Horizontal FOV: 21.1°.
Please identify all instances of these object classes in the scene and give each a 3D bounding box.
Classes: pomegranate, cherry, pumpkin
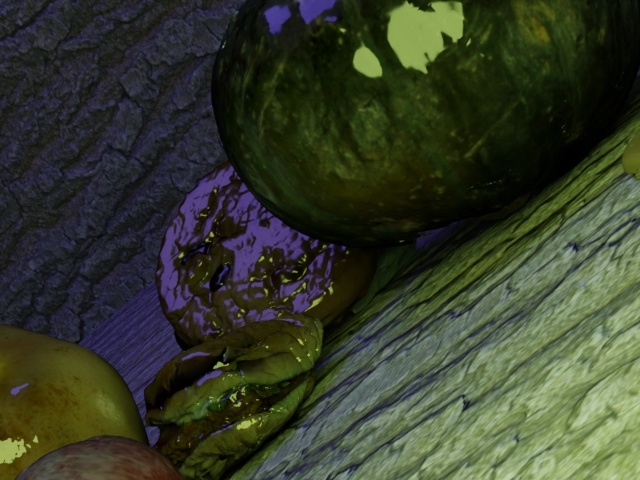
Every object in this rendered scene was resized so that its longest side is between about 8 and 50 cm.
[{"bbox_3d":[-0.326,0.225,1.799,0.319,0.319,0.319,-42,7,7],"label":"pomegranate"},{"bbox_3d":[-0.194,0.259,1.475,0.192,0.175,0.250,-54,2,28],"label":"cherry"},{"bbox_3d":[0.108,-0.179,1.715,0.454,0.344,0.454,-34,7,5],"label":"pumpkin"}]

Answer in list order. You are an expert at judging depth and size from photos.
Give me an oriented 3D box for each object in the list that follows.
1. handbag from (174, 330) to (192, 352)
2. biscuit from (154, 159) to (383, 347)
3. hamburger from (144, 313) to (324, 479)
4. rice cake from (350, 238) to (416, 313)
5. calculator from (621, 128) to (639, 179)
[{"bbox_3d":[-0.069,0.068,2.165,0.285,0.113,0.257,-46,2,-24],"label":"handbag"},{"bbox_3d":[-0.064,0.006,1.928,0.296,0.075,0.296,-19,50,24],"label":"biscuit"},{"bbox_3d":[-0.093,0.148,1.752,0.183,0.130,0.206,-34,8,34],"label":"hamburger"},{"bbox_3d":[0.000,0.000,1.985,0.237,0.043,0.127,22,57,42],"label":"rice cake"},{"bbox_3d":[0.343,-0.137,1.459,0.236,0.033,0.157,-46,9,-13],"label":"calculator"}]
